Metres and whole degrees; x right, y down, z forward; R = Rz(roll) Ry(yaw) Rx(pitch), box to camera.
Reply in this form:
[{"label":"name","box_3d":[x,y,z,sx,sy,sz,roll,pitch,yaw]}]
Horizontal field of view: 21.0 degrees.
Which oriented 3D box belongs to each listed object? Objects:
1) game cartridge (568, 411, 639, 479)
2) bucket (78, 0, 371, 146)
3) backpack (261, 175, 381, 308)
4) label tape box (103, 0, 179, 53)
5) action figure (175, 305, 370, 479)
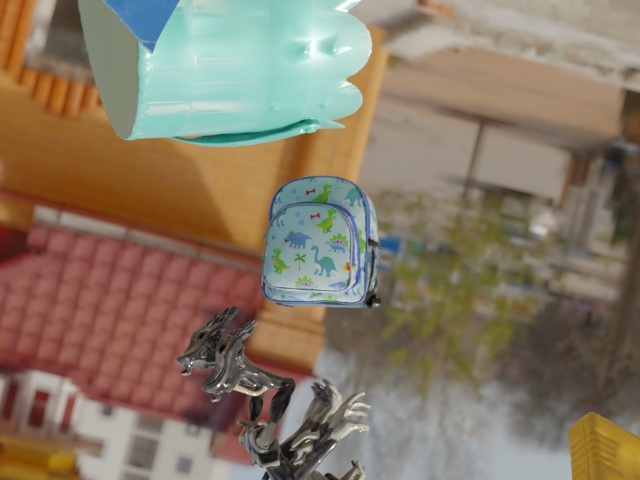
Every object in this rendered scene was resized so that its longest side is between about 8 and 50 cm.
[{"label":"game cartridge","box_3d":[0.370,0.350,1.684,0.285,0.052,0.324,29,-141,-21]},{"label":"bucket","box_3d":[-0.089,-0.210,1.394,0.183,0.281,0.281,-9,-174,-16]},{"label":"backpack","box_3d":[0.000,0.000,1.525,0.105,0.114,0.084,2,173,13]},{"label":"label tape box","box_3d":[-0.056,-0.269,0.884,0.115,0.249,0.348,23,164,27]},{"label":"action figure","box_3d":[-0.018,0.194,1.739,0.276,0.141,0.164,55,163,-16]}]
